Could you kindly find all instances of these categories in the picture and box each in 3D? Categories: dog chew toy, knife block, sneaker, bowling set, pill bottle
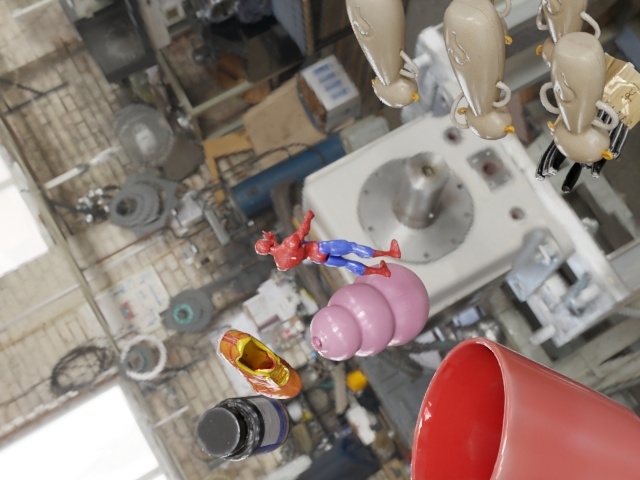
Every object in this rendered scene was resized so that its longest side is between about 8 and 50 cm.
[{"bbox_3d":[0.109,0.181,1.946,0.206,0.331,0.207,23,123,40],"label":"dog chew toy"},{"bbox_3d":[0.471,-0.205,1.446,0.088,0.242,0.276,40,-162,-9],"label":"knife block"},{"bbox_3d":[-0.078,0.185,1.150,0.067,0.064,0.175,15,162,44],"label":"sneaker"},{"bbox_3d":[0.186,-0.195,0.750,0.287,0.200,0.154,34,160,36],"label":"bowling set"},{"bbox_3d":[-0.154,0.373,1.627,0.123,0.122,0.219,58,-166,18],"label":"pill bottle"}]

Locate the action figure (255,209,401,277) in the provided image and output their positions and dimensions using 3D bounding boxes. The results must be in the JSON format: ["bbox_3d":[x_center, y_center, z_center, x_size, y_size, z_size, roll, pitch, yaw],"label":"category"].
[{"bbox_3d":[0.000,0.000,1.559,0.092,0.280,0.139,-66,32,36],"label":"action figure"}]

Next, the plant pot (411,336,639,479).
[{"bbox_3d":[0.287,0.290,1.101,0.275,0.243,0.275,-163,90,-78],"label":"plant pot"}]
